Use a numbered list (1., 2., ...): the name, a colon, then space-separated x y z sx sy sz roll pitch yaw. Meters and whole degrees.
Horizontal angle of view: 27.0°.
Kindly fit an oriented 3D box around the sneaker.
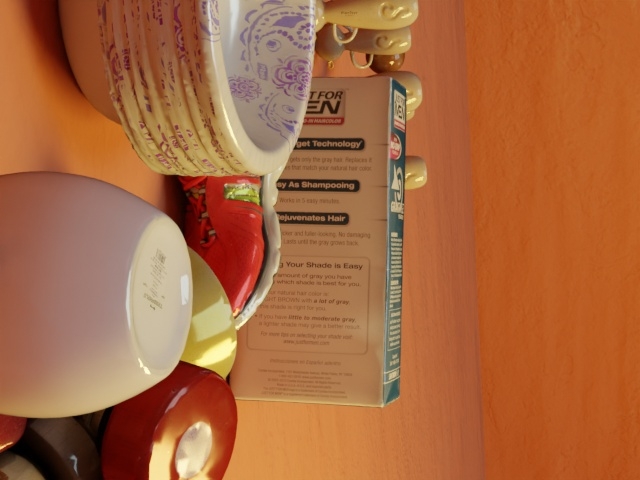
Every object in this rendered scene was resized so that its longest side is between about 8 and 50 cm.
1. sneaker: -0.103 -0.044 1.251 0.118 0.107 0.279 40 47 -48

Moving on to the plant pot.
1. plant pot: -0.145 0.073 1.020 0.095 0.134 0.134 -29 123 -45

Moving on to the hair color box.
1. hair color box: 0.000 0.000 1.445 0.105 0.174 0.347 1 90 -76

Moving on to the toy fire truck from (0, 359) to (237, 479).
1. toy fire truck: -0.178 0.201 0.842 0.254 0.169 0.302 -49 140 -40

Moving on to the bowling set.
1. bowling set: 0.046 -0.204 1.744 0.200 0.154 0.286 -106 -169 -74

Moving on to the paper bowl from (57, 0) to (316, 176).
1. paper bowl: -0.107 -0.193 1.062 0.284 0.148 0.284 2 90 -76

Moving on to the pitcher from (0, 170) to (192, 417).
1. pitcher: -0.184 0.020 0.667 0.178 0.207 0.125 45 48 -69
